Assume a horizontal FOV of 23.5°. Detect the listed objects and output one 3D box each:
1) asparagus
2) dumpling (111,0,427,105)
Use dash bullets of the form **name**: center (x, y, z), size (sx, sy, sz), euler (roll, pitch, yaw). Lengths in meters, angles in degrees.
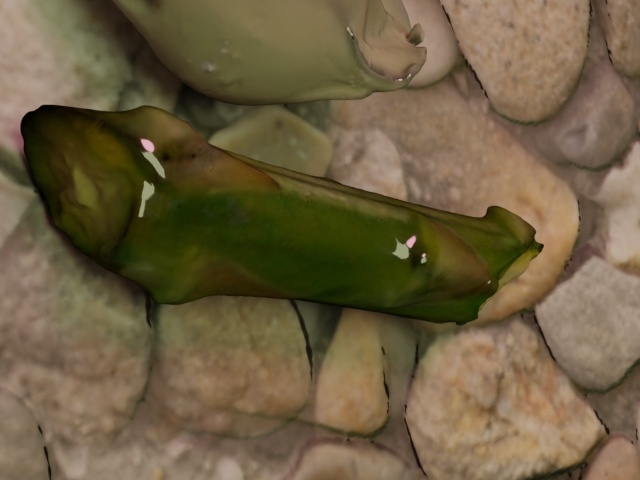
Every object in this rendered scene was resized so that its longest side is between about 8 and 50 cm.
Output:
- **asparagus**: center (0.001, -0.001, 0.810), size (0.343, 0.082, 0.085), euler (15, 38, -36)
- **dumpling**: center (-0.035, -0.147, 0.792), size (0.181, 0.111, 0.155), euler (54, 25, -27)
